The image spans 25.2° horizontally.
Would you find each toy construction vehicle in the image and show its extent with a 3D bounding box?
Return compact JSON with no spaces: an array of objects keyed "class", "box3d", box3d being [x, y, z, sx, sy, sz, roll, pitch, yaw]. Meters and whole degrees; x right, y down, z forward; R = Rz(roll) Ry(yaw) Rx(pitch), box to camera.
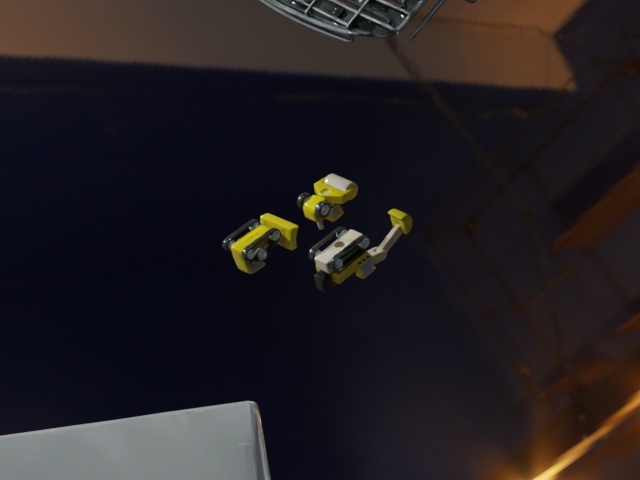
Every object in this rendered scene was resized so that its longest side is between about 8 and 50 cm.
[{"class":"toy construction vehicle","box3d":[0.000,0.000,0.938,0.098,0.086,0.035,-39,-48,-31]}]

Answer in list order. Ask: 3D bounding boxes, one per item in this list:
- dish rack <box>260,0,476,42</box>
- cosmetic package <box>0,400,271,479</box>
[{"class":"dish rack","box3d":[0.070,-0.242,0.966,0.271,0.208,0.074,-50,-39,-9]},{"class":"cosmetic package","box3d":[-0.054,0.153,0.482,0.107,0.127,0.238,-9,-23,0]}]
